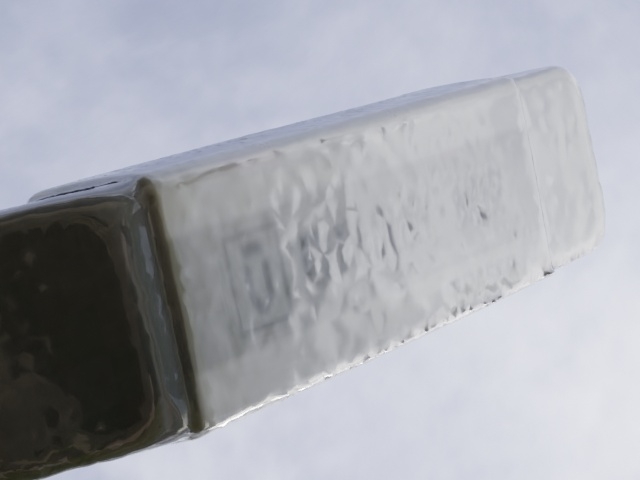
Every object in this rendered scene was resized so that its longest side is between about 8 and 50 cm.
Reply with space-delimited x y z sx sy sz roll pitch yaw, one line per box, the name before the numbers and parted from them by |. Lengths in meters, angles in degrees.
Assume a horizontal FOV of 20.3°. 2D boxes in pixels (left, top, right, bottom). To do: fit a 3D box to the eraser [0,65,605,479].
eraser | 0.000 0.000 0.646 0.061 0.352 0.089 -6 -81 36
